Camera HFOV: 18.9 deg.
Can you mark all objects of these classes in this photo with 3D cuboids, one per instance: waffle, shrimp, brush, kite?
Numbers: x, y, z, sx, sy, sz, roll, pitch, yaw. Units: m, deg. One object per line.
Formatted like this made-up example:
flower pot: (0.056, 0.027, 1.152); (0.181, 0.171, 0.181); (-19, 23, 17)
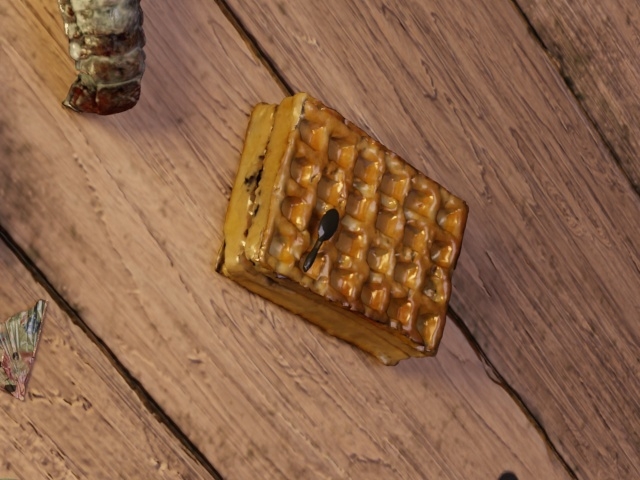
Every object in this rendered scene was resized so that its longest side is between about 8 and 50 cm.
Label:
waffle: (0.031, -0.005, 2.154); (0.308, 0.091, 0.213); (30, 65, -38)
shrimp: (-0.235, -0.331, 1.882); (0.221, 0.166, 0.410); (-13, 89, -19)
brush: (0.000, 0.000, 2.054); (0.024, 0.008, 0.083); (46, 57, -32)
kite: (-0.312, 0.084, 1.848); (0.139, 0.011, 0.157); (-28, 105, -46)

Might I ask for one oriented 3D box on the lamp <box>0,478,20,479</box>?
lamp: (-0.269, 0.360, 1.756); (0.209, 0.147, 0.284); (-7, 90, -51)
